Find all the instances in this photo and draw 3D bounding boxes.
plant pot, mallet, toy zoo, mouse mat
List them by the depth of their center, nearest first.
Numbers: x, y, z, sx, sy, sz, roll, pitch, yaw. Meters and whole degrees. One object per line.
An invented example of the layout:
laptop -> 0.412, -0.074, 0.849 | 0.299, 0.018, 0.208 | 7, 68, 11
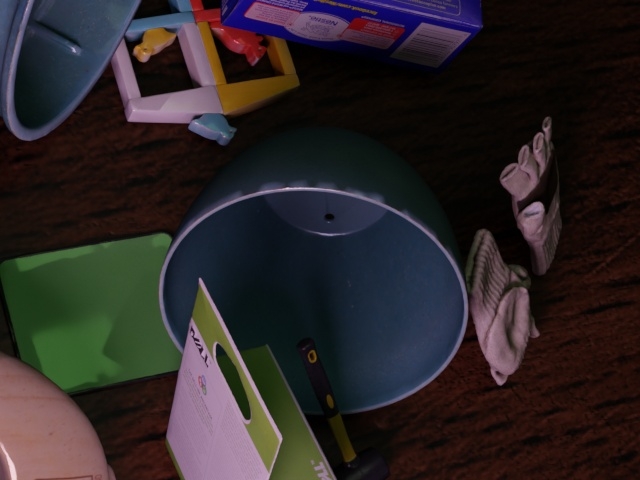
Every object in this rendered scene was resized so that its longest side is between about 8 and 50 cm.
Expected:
plant pot -> -0.353, -0.318, 1.679 | 0.334, 0.341, 0.341 | 26, 62, 7
mallet -> 0.006, 0.179, 1.706 | 0.062, 0.039, 0.189 | -39, 123, -16
plant pot -> 0.000, 0.000, 1.718 | 0.290, 0.290, 0.195 | 20, 40, -11
mouse mat -> -0.215, 0.073, 1.742 | 0.190, 0.007, 0.152 | -10, 73, -22
toy zoo -> -0.140, -0.236, 1.880 | 0.192, 0.030, 0.293 | -12, 74, -23

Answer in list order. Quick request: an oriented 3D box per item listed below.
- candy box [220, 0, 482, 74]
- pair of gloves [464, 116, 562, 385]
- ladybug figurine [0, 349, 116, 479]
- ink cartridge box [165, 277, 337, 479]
candy box -> 0.032, -0.367, 1.925 | 0.268, 0.122, 0.317 | 11, 64, -22
pair of gloves -> 0.208, 0.017, 1.810 | 0.042, 0.204, 0.240 | 9, 54, 23
ladybug figurine -> -0.396, 0.219, 1.501 | 0.449, 0.162, 0.305 | 3, 93, -28
ink cartridge box -> -0.053, 0.173, 1.591 | 0.097, 0.255, 0.188 | -12, 53, -24
